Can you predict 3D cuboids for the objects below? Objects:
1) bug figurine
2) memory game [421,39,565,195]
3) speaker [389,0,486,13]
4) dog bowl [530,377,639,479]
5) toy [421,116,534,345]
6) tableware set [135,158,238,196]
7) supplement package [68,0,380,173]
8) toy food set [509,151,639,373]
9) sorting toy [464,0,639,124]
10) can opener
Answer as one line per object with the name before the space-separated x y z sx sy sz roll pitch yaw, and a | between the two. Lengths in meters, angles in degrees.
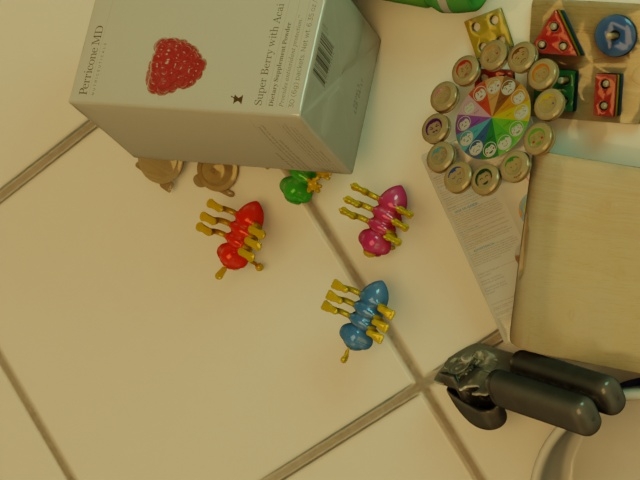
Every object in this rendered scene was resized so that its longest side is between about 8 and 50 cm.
bug figurine | 0.000 0.000 2.114 0.279 0.072 0.216 33 103 22
memory game | 0.188 -0.137 1.968 0.186 0.012 0.186 -17 62 35
speaker | 0.046 -0.336 2.018 0.296 0.131 0.131 14 102 22
dog bowl | 0.370 0.285 1.967 0.265 0.104 0.265 3 98 24
toy | 0.226 -0.016 2.019 0.137 0.056 0.237 -23 90 22
tableware set | -0.151 -0.134 2.194 0.141 0.020 0.169 19 103 19
supplement package | -0.108 -0.195 2.051 0.293 0.175 0.178 5 73 23
toy food set | 0.363 0.029 1.932 0.306 0.092 0.220 10 100 17
sorting toy | 0.281 -0.198 1.975 0.274 0.046 0.132 7 100 24
can opener | 0.230 0.174 1.973 0.283 0.076 0.095 15 136 57
